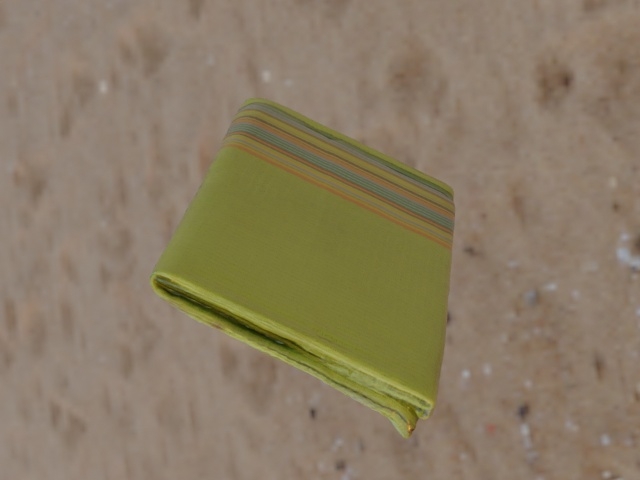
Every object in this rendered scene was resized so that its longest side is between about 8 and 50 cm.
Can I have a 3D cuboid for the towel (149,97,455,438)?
[{"bbox_3d":[0.000,0.000,0.661,0.237,0.102,0.021,-74,9,-71],"label":"towel"}]
